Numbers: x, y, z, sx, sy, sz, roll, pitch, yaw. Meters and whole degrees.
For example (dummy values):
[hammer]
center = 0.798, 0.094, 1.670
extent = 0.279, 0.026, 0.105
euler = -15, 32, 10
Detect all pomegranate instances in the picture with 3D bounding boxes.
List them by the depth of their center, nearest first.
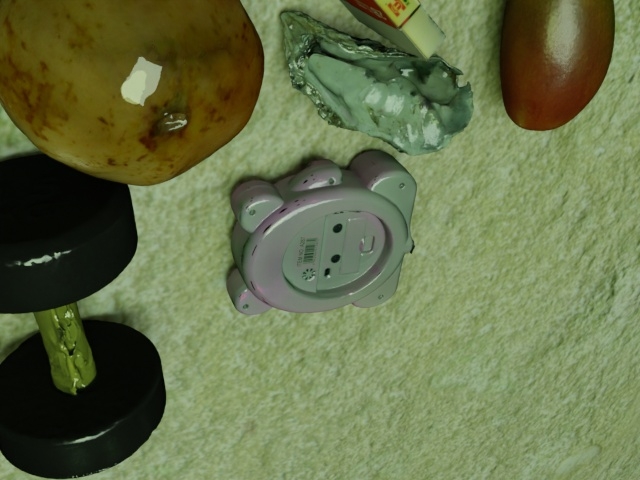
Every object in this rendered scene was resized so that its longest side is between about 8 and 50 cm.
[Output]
[pomegranate]
center = -0.176, -0.170, 0.701
extent = 0.248, 0.248, 0.248
euler = -14, 128, -19

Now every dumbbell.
[dumbbell]
center = -0.289, 0.085, 0.828
extent = 0.203, 0.204, 0.322
euler = -14, 128, -19

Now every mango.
[mango]
center = 0.295, -0.274, 0.941
extent = 0.146, 0.129, 0.289
euler = -18, 120, -14

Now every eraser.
[eraser]
center = 0.019, -0.285, 0.759
extent = 0.038, 0.157, 0.230
euler = -49, 131, 6

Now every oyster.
[oyster]
center = 0.074, -0.177, 0.913
extent = 0.252, 0.087, 0.199
euler = -1, 145, -7

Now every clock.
[clock]
center = 0.000, 0.000, 1.000
extent = 0.247, 0.090, 0.228
euler = -7, 125, -22
